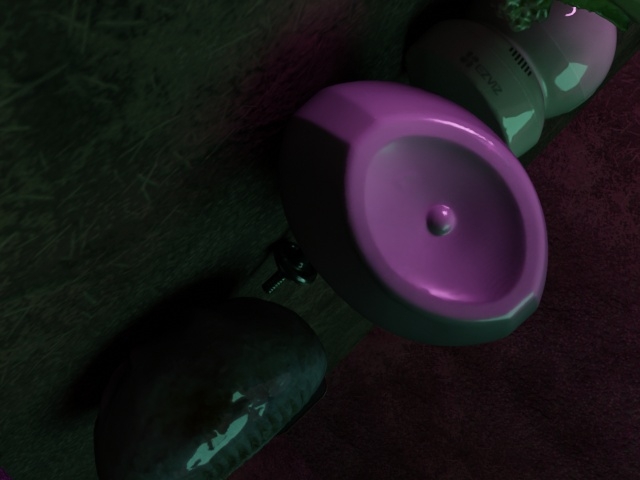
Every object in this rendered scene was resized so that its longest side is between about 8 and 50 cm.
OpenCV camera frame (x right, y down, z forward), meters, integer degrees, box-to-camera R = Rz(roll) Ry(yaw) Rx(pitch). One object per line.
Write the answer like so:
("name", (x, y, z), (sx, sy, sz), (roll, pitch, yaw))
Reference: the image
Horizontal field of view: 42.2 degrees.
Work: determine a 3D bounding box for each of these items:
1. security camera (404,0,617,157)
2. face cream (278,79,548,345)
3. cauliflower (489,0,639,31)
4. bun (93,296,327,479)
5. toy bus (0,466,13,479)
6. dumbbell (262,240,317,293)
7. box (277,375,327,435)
("security camera", (0.242, -0.225, 0.989), (0.236, 0.194, 0.194), (-42, 168, -9))
("face cream", (0.088, -0.028, 0.883), (0.219, 0.312, 0.357), (-44, -173, -2))
("cauliflower", (0.279, -0.281, 0.763), (0.256, 0.239, 0.315), (-45, 124, 15))
("bun", (-0.164, 0.219, 1.151), (0.362, 0.211, 0.362), (-42, 170, -9))
("toy bus", (-0.426, 0.307, 0.901), (0.178, 0.098, 0.087), (-48, 168, 9))
("dumbbell", (0.000, 0.000, 1.207), (0.254, 0.110, 0.110), (-43, 169, 29))
("box", (-0.103, 0.217, 1.368), (0.144, 0.201, 0.090), (-45, 164, 12))
